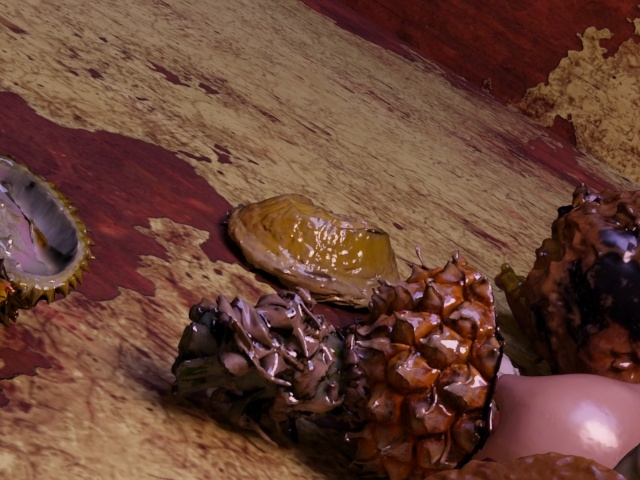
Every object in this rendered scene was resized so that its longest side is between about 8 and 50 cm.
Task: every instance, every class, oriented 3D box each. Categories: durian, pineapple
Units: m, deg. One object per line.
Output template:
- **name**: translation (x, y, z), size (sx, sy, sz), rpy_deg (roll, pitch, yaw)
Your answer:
- **durian**: translation (-0.304, 0.017, 1.115), size (0.193, 0.137, 0.237), rpy_deg (22, 17, -27)
- **pineapple**: translation (0.000, 0.112, 1.219), size (0.272, 0.262, 0.262), rpy_deg (10, 23, -12)

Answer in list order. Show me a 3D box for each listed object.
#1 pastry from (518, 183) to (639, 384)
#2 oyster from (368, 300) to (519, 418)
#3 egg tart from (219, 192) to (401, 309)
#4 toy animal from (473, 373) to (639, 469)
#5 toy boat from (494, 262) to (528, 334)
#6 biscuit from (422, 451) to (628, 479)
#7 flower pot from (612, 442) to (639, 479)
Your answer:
- **pastry**: translation (0.428, 0.124, 1.616), size (0.405, 0.292, 0.337), rpy_deg (45, 17, -3)
- **oyster**: translation (0.145, 0.139, 1.507), size (0.214, 0.083, 0.223), rpy_deg (42, 18, 25)
- **egg tart**: translation (0.000, 0.000, 1.651), size (0.252, 0.098, 0.232), rpy_deg (25, 15, 3)
- **toy animal**: translation (0.324, 0.231, 1.344), size (0.326, 0.237, 0.269), rpy_deg (2, 23, -43)
- **toy boat**: translation (0.375, 0.120, 1.850), size (0.318, 0.099, 0.141), rpy_deg (20, 17, -16)
- **biscuit**: translation (0.144, 0.288, 0.918), size (0.296, 0.296, 0.075), rpy_deg (45, -17, 39)
- **flower pot**: translation (0.336, 0.318, 1.069), size (0.308, 0.244, 0.307), rpy_deg (27, 18, -10)
